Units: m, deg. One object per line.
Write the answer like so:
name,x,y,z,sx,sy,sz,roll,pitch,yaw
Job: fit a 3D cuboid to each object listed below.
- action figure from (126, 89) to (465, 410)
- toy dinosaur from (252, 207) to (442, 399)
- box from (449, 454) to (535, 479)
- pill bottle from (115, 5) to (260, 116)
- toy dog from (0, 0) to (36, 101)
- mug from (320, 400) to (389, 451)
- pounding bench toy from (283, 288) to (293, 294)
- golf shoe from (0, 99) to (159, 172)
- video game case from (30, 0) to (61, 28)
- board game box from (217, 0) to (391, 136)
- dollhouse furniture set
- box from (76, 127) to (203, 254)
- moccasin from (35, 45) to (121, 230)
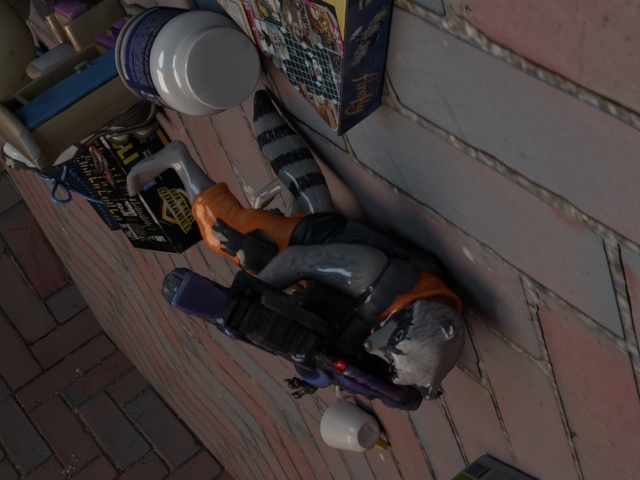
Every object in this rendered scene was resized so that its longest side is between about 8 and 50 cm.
action figure,-0.014,0.009,1.080,0.330,0.178,0.341,39,-176,32
toy dinosaur,-0.004,0.083,1.274,0.268,0.118,0.064,49,158,5
box,0.195,0.329,1.262,0.203,0.103,0.114,59,165,-16
pill bottle,-0.118,-0.161,1.162,0.094,0.094,0.169,61,164,-23
toy dog,-0.521,-0.280,1.449,0.395,0.284,0.408,54,-179,31
mug,0.049,0.237,1.625,0.064,0.078,0.062,10,101,57
pounding bench toy,-0.003,0.043,1.354,0.065,0.083,0.052,21,163,3
golf shoe,-0.295,-0.148,1.554,0.094,0.198,0.077,85,159,-48
video game case,-0.357,-0.328,1.671,0.190,0.022,0.173,40,159,43
board game box,-0.019,-0.195,0.888,0.165,0.042,0.243,50,164,17
dollhouse furniture set,-0.309,-0.275,1.300,0.286,0.198,0.303,32,153,54
box,-0.269,-0.107,1.783,0.257,0.079,0.322,59,165,-10
moccasin,-0.420,-0.150,2.068,0.138,0.117,0.342,27,149,60
